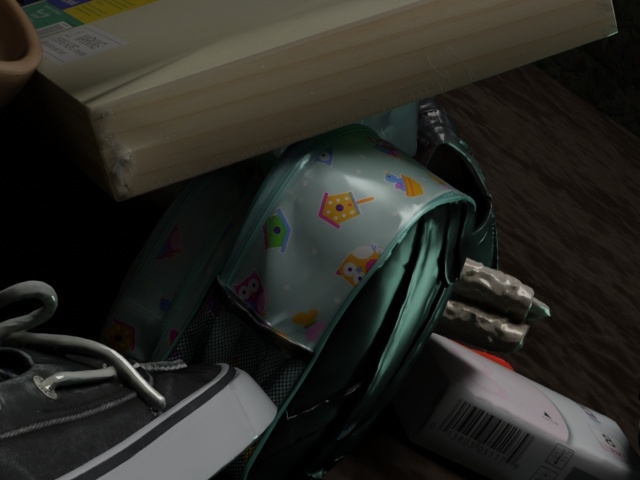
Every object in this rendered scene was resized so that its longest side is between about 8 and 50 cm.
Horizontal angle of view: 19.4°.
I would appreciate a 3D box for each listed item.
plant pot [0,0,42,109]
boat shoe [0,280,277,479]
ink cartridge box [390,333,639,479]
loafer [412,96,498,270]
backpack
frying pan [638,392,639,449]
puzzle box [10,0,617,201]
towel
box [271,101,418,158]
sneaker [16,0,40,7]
[{"bbox_3d":[-0.269,-0.120,0.953,0.237,0.110,0.237,37,14,-11],"label":"plant pot"},{"bbox_3d":[-0.114,0.080,0.713,0.105,0.113,0.306,54,25,4],"label":"boat shoe"},{"bbox_3d":[0.115,0.095,1.320,0.189,0.066,0.232,27,21,-26],"label":"ink cartridge box"},{"bbox_3d":[0.101,-0.020,1.499,0.078,0.076,0.223,53,-10,46],"label":"loafer"},{"bbox_3d":[-0.011,0.026,0.975,0.144,0.188,0.166,43,16,16],"label":"backpack"},{"bbox_3d":[0.250,0.151,1.312,0.197,0.053,0.326,63,-1,-35],"label":"frying pan"},{"bbox_3d":[-0.039,-0.124,1.082,0.409,0.272,0.052,-144,-144,-69],"label":"puzzle box"},{"bbox_3d":[0.000,0.000,1.151,0.282,0.049,0.187,23,-4,1],"label":"towel"},{"bbox_3d":[-0.063,-0.161,1.391,0.270,0.143,0.165,46,-23,30],"label":"box"},{"bbox_3d":[-0.236,-0.222,1.392,0.221,0.087,0.083,47,16,30],"label":"sneaker"}]
